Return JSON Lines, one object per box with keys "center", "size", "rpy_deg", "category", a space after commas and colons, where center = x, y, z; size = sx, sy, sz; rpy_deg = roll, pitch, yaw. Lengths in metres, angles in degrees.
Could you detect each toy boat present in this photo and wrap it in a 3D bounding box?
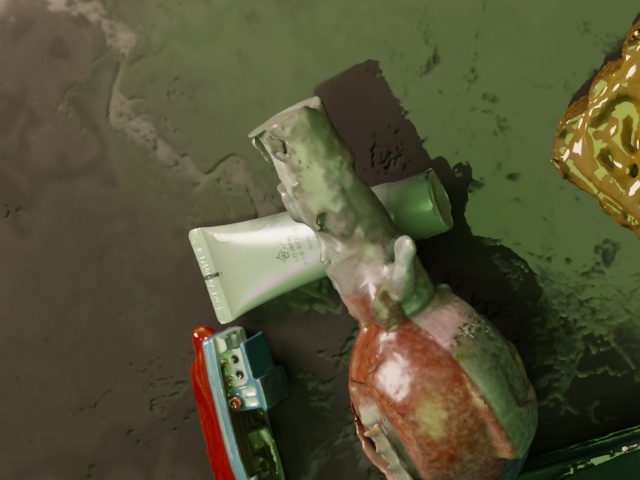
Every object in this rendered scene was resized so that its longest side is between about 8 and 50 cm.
{"center": [-0.054, 0.146, 1.471], "size": [0.059, 0.069, 0.172], "rpy_deg": [-10, 96, 23], "category": "toy boat"}

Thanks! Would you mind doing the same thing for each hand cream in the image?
{"center": [0.000, 0.000, 1.437], "size": [0.205, 0.050, 0.078], "rpy_deg": [-18, 94, 20], "category": "hand cream"}

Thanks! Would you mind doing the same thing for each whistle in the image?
{"center": [0.055, 0.061, 1.360], "size": [0.134, 0.142, 0.346], "rpy_deg": [-30, 99, -1], "category": "whistle"}

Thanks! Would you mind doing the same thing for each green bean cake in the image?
{"center": [0.298, -0.077, 1.306], "size": [0.230, 0.131, 0.224], "rpy_deg": [40, 107, 0], "category": "green bean cake"}

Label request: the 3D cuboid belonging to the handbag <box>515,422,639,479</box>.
{"center": [0.264, 0.300, 1.428], "size": [0.239, 0.089, 0.326], "rpy_deg": [-21, 97, 18], "category": "handbag"}
